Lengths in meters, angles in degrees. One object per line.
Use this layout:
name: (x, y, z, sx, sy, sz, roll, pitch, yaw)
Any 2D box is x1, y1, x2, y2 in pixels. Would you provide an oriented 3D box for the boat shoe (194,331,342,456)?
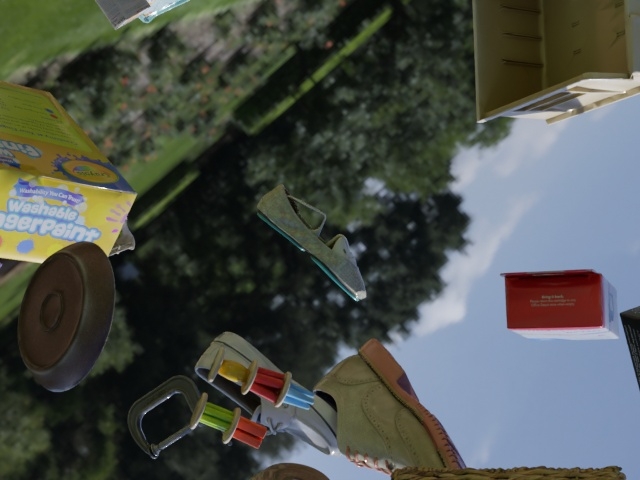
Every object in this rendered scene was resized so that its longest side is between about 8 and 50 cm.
boat shoe: (-0.073, 0.251, 1.767, 0.088, 0.267, 0.096, -47, 177, -33)

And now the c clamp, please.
c clamp: (-0.229, 0.286, 1.812, 0.161, 0.137, 0.022, -29, 163, 20)

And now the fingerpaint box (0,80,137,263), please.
fingerpaint box: (-0.577, -0.134, 1.837, 0.445, 0.371, 0.163, 10, 115, -44)

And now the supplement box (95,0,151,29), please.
supplement box: (-0.311, -0.377, 1.761, 0.036, 0.098, 0.062, -26, -169, 41)

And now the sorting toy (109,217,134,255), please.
sorting toy: (-0.374, -0.014, 2.100, 0.083, 0.045, 0.075, -25, 133, -57)

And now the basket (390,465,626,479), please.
basket: (0.210, 0.395, 1.323, 0.299, 0.213, 0.223, -2, -166, 12)

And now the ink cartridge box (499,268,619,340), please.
ink cartridge box: (0.340, 0.093, 1.643, 0.134, 0.078, 0.231, -4, 169, 21)

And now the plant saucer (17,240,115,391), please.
plant saucer: (-0.284, 0.079, 1.267, 0.029, 0.168, 0.168, 19, 133, -42)

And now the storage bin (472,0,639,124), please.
storage bin: (0.326, -0.309, 1.565, 0.123, 0.262, 0.260, 3, 172, -25)

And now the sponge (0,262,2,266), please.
sponge: (-0.645, 0.032, 1.954, 0.031, 0.210, 0.117, 12, -115, 47)

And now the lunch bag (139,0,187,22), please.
lunch bag: (-0.249, -0.523, 1.944, 0.262, 0.223, 0.160, -24, 170, 19)

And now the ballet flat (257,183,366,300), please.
ballet flat: (0.000, 0.000, 1.354, 0.052, 0.168, 0.057, -49, -178, 3)

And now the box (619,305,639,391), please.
box: (0.521, 0.133, 1.425, 0.247, 0.163, 0.142, -17, -173, -13)

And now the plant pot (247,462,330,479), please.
plant pot: (-0.045, 0.440, 1.904, 0.237, 0.237, 0.109, -53, 157, -71)

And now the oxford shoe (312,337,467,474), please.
oxford shoe: (0.112, 0.307, 1.707, 0.147, 0.140, 0.397, -31, -146, -4)

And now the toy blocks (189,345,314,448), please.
toy blocks: (-0.090, 0.228, 1.597, 0.054, 0.148, 0.123, 140, -29, -71)
